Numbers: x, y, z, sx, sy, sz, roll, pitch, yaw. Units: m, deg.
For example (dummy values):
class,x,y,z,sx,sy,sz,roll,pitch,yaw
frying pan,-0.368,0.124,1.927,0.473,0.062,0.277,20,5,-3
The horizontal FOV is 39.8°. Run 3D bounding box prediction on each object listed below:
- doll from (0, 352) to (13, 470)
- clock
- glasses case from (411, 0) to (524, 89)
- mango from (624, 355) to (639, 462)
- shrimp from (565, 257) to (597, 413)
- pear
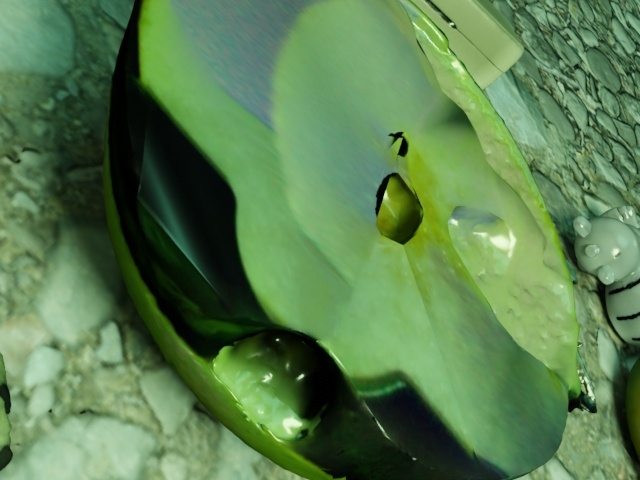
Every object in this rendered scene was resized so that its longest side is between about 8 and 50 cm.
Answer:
class,x,y,z,sx,sy,sz,roll,pitch,yaw
doll,-0.235,0.026,0.397,0.234,0.135,0.143,40,7,-21
clock,0.352,0.046,1.010,0.117,0.080,0.176,-10,71,-49
glasses case,0.088,-0.300,0.963,0.313,0.070,0.131,38,23,-21
mango,0.396,0.224,0.906,0.156,0.114,0.251,-4,68,-39
shrimp,0.176,0.019,0.798,0.178,0.075,0.289,67,5,-71
pear,0.000,0.000,0.621,0.399,0.165,0.398,25,49,-32
